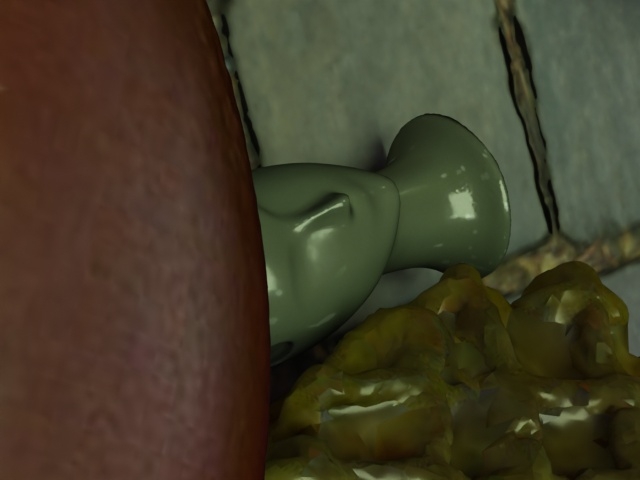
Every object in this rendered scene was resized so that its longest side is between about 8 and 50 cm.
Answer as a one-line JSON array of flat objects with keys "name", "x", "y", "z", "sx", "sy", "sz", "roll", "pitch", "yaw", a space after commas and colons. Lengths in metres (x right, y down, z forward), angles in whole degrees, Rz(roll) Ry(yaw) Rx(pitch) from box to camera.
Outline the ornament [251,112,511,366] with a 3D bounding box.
[{"name": "ornament", "x": 0.000, "y": 0.000, "z": 0.741, "sx": 0.156, "sy": 0.081, "sz": 0.075, "roll": -18, "pitch": 74, "yaw": -41}]

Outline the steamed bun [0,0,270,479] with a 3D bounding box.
[{"name": "steamed bun", "x": -0.151, "y": 0.050, "z": 0.511, "sx": 0.248, "sy": 0.235, "sz": 0.379, "roll": 21, "pitch": 73, "yaw": -33}]

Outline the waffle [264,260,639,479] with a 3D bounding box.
[{"name": "waffle", "x": 0.075, "y": 0.153, "z": 0.653, "sx": 0.261, "sy": 0.151, "sz": 0.324, "roll": 20, "pitch": 36, "yaw": 2}]
